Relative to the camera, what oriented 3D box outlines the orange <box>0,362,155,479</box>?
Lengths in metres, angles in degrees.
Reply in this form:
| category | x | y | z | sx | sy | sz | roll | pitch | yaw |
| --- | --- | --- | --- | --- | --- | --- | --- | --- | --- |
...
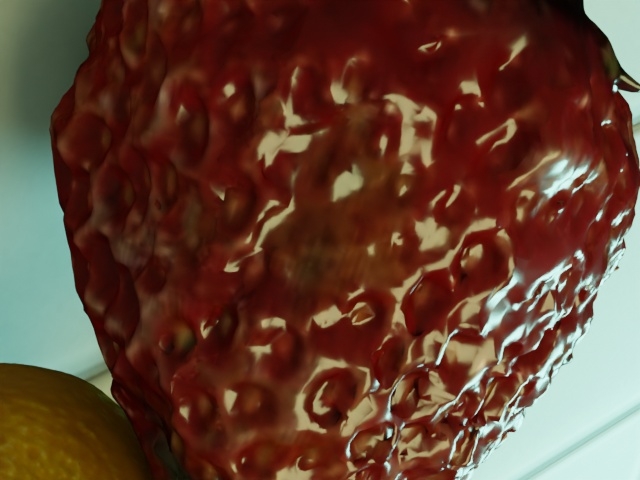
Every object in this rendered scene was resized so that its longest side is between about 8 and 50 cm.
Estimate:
| category | x | y | z | sx | sy | sz | roll | pitch | yaw |
| --- | --- | --- | --- | --- | --- | --- | --- | --- | --- |
| orange | -0.169 | 0.186 | 0.691 | 0.246 | 0.246 | 0.246 | -29 | 140 | -28 |

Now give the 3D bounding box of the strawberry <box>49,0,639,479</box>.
| category | x | y | z | sx | sy | sz | roll | pitch | yaw |
| --- | --- | --- | --- | --- | --- | --- | --- | --- | --- |
| strawberry | -0.004 | -0.013 | 0.678 | 0.310 | 0.292 | 0.292 | -49 | 145 | 4 |
